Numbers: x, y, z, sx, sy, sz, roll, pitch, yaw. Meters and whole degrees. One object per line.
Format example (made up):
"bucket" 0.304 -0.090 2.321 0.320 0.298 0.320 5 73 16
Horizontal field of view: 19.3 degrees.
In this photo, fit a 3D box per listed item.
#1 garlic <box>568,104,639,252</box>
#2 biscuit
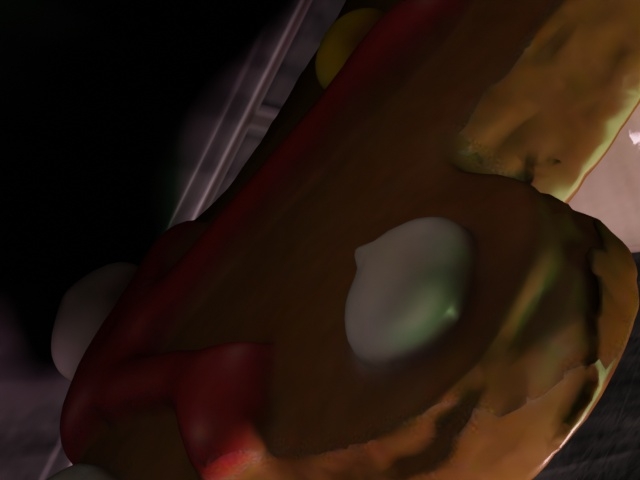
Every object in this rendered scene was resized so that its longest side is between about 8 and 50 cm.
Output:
"garlic" 0.143 -0.090 0.573 0.178 0.143 0.229 -41 157 -60
"biscuit" 0.000 0.000 0.400 0.339 0.047 0.216 -56 -164 -12
